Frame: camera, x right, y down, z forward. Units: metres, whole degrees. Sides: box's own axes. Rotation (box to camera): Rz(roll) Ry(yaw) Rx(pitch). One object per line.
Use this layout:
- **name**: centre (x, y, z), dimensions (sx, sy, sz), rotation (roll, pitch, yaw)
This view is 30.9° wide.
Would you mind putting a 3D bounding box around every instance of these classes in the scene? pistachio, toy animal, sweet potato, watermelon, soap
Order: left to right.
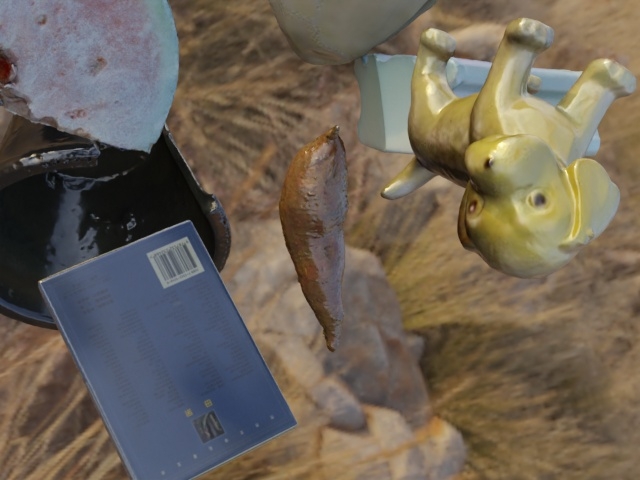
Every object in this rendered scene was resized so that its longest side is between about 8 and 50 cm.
- **watermelon**: centre (-0.260, -0.215, 0.927), dimensions (0.321, 0.188, 0.175), rotation (20, 20, -41)
- **sweet potato**: centre (-0.005, -0.003, 1.044), dimensions (0.068, 0.068, 0.226), rotation (-41, 136, -55)
- **pistachio**: centre (0.047, -0.317, 1.076), dimensions (0.226, 0.332, 0.208), rotation (28, 27, 1)
- **soap**: centre (0.154, -0.134, 1.179), dimensions (0.289, 0.172, 0.095), rotation (-5, 101, -47)
- **toy animal**: centre (0.133, -0.074, 0.853), dimensions (0.121, 0.233, 0.169), rotation (23, 97, -26)

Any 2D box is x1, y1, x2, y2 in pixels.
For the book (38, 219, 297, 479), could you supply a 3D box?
- **book**: centre (-0.168, 0.127, 1.275), dimensions (0.190, 0.025, 0.269), rotation (-24, 77, -22)

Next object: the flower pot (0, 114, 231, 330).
- **flower pot**: centre (-0.330, -0.068, 1.630), dimensions (0.379, 0.379, 0.251), rotation (32, 34, -42)
